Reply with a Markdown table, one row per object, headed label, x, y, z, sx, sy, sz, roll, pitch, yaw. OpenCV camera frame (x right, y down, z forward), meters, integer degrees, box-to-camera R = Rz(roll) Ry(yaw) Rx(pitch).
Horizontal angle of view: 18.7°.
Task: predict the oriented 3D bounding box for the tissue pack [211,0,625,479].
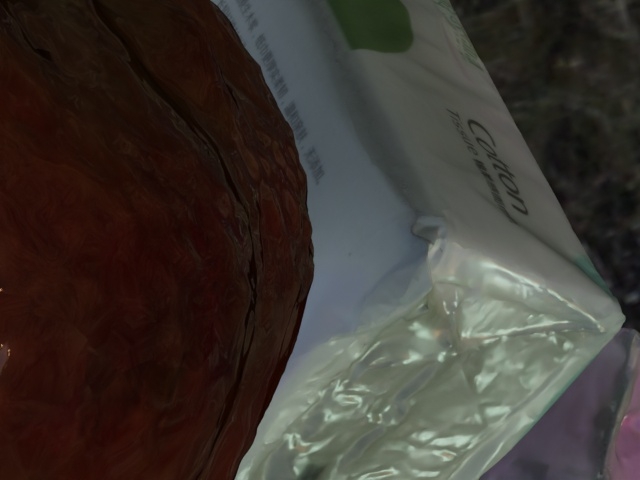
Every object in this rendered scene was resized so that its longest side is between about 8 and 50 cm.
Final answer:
| label | x | y | z | sx | sy | sz | roll | pitch | yaw |
| --- | --- | --- | --- | --- | --- | --- | --- | --- | --- |
| tissue pack | 0.001 | 0.000 | 1.212 | 0.266 | 0.194 | 0.356 | -50 | 38 | 25 |

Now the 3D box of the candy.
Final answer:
| label | x | y | z | sx | sy | sz | roll | pitch | yaw |
| --- | --- | --- | --- | --- | --- | --- | --- | --- | --- |
| candy | 0.154 | 0.145 | 1.455 | 0.265 | 0.116 | 0.155 | 2 | 70 | 47 |

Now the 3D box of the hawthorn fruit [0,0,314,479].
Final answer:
| label | x | y | z | sx | sy | sz | roll | pitch | yaw |
| --- | --- | --- | --- | --- | --- | --- | --- | --- | --- |
| hawthorn fruit | -0.164 | 0.039 | 0.480 | 0.287 | 0.287 | 0.330 | 40 | 106 | 26 |
